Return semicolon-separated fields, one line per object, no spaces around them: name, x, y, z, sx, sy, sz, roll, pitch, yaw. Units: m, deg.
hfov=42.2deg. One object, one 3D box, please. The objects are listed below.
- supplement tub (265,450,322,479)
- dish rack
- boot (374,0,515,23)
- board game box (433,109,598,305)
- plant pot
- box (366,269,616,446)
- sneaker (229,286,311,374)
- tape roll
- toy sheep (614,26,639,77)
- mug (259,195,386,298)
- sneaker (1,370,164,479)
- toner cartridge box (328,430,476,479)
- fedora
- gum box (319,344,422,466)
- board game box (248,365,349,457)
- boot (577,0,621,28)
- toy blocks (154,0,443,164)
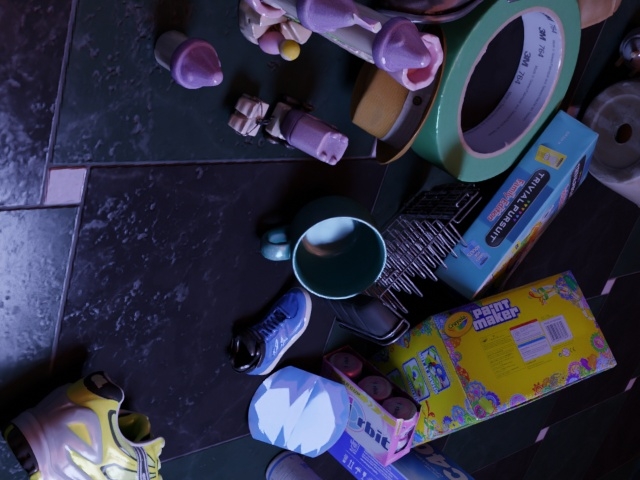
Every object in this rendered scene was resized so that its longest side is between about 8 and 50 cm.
supplement tub;-0.039;0.423;1.442;0.071;0.107;0.071;-28;136;-30
dish rack;0.129;0.022;1.235;0.271;0.208;0.074;-46;107;-12
boot;0.174;-0.403;1.027;0.263;0.091;0.228;-18;118;-10
board game box;0.340;-0.033;1.438;0.336;0.079;0.254;-52;163;0
plant pot;0.645;-0.181;1.543;0.281;0.323;0.323;3;117;-34
box;0.278;0.210;1.414;0.290;0.177;0.279;-14;163;-27
sneaker;-0.077;0.133;1.209;0.152;0.058;0.085;-55;152;14
tape roll;0.261;-0.247;1.251;0.321;0.077;0.321;-28;137;-30
toy sheep;0.586;-0.346;1.510;0.132;0.091;0.091;-37;144;-50
mug;0.009;-0.004;1.150;0.158;0.097;0.129;35;107;-23
sneaker;-0.257;0.319;1.099;0.147;0.145;0.384;-39;143;-17
toner cartridge box;0.187;0.443;1.499;0.165;0.348;0.075;3;115;-48
fedora;0.091;-0.197;1.077;0.079;0.194;0.194;19;108;-14
gum box;0.079;0.276;1.382;0.062;0.188;0.107;-20;133;-38
board game box;-0.036;0.274;1.357;0.169;0.033;0.133;23;95;-19
boot;0.459;-0.486;1.266;0.236;0.089;0.269;-24;135;-15
toy blocks;0.026;-0.212;0.875;0.289;0.260;0.308;11;110;-51
